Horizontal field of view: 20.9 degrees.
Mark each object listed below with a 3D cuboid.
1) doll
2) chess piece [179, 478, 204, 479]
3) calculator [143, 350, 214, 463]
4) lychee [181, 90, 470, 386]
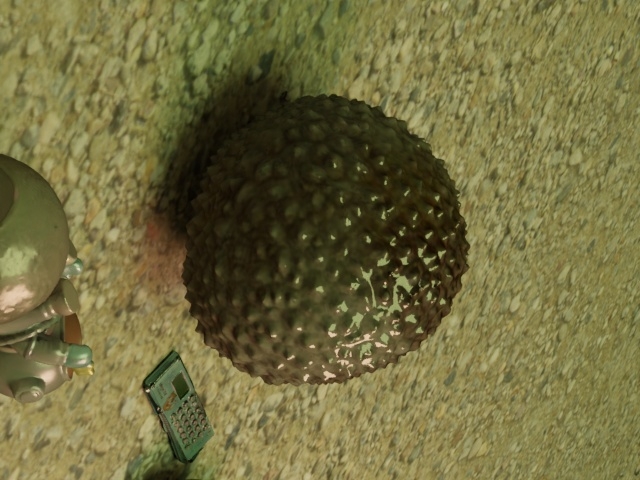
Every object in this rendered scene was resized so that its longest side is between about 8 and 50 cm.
[{"bbox_3d":[-0.270,0.046,1.479,0.151,0.151,0.287,-46,155,-22],"label":"doll"},{"bbox_3d":[-0.120,0.397,2.012,0.182,0.182,0.330,-47,144,-21],"label":"chess piece"},{"bbox_3d":[-0.155,0.187,1.904,0.057,0.018,0.172,-48,148,-22],"label":"calculator"},{"bbox_3d":[0.001,0.005,1.708,0.300,0.300,0.300,-38,145,-34],"label":"lychee"}]
